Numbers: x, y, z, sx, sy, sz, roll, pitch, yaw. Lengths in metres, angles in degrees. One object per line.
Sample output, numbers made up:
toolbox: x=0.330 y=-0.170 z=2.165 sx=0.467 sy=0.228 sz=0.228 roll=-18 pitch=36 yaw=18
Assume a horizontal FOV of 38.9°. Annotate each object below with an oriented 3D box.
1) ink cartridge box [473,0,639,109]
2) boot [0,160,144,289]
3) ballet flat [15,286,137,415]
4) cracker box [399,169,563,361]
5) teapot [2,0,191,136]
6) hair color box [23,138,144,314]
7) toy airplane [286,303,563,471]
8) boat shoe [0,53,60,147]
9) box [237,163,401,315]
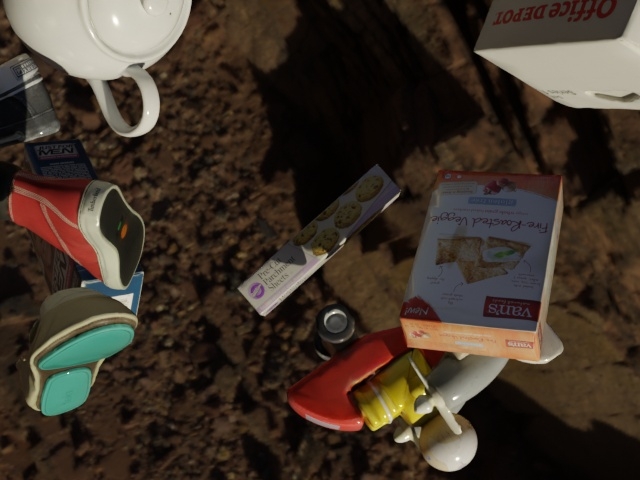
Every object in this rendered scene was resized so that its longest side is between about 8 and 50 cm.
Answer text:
ink cartridge box: x=0.204 y=-0.199 z=0.556 sx=0.092 sy=0.160 sz=0.220 roll=22 pitch=90 yaw=-23
boot: x=-0.321 y=-0.020 z=1.119 sx=0.244 sy=0.176 sz=0.088 roll=87 pitch=17 yaw=-66
ballet flat: x=-0.233 y=0.089 z=0.827 sx=0.086 sy=0.248 sz=0.086 roll=14 pitch=57 yaw=-23
cracker box: x=0.196 y=0.023 z=1.076 sx=0.067 sy=0.155 sz=0.232 roll=69 pitch=31 yaw=-49
teapot: x=-0.247 y=-0.297 z=1.095 sx=0.253 sy=0.187 sz=0.256 roll=-54 pitch=140 yaw=-9
hair color box: x=-0.412 y=0.002 z=1.534 sx=0.105 sy=0.174 sz=0.347 roll=-8 pitch=47 yaw=-30
toy airplane: x=0.192 y=0.210 z=1.383 sx=0.386 sy=0.384 sz=0.273 roll=9 pitch=60 yaw=-48
boat shoe: x=-0.414 y=-0.108 z=1.003 sx=0.102 sy=0.301 sz=0.108 roll=65 pitch=24 yaw=-17
box: x=0.000 y=0.000 z=1.563 sx=0.067 sy=0.324 sz=0.063 roll=49 pitch=-3 yaw=8
